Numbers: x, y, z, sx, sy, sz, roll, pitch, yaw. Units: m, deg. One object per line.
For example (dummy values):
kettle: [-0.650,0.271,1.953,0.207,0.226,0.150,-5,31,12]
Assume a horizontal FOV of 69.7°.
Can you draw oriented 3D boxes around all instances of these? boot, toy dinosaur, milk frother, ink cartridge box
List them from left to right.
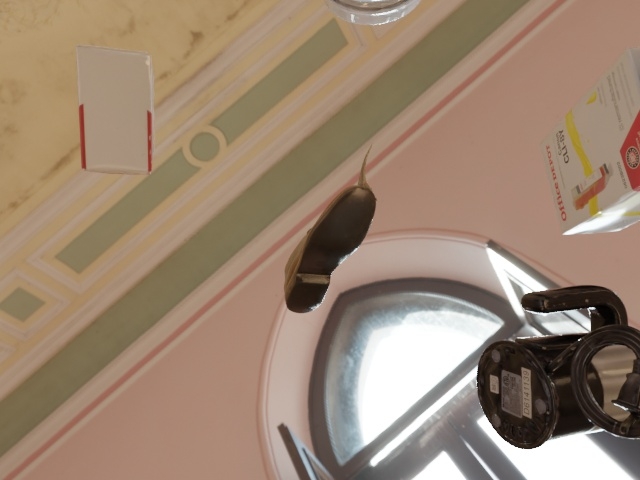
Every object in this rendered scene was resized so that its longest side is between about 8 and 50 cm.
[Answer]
ink cartridge box: [-0.185,-0.119,0.426,0.056,0.135,0.099,0,-76,-19]
boot: [0.000,0.000,0.915,0.112,0.115,0.305,15,-57,-27]
toy dinosaur: [0.090,-0.106,0.983,0.053,0.093,0.183,-3,-53,2]
milk frother: [0.225,0.110,0.357,0.134,0.143,0.129,-1,-73,-21]
ink cartridge box: [0.684,-0.199,1.045,0.160,0.279,0.385,-4,-17,-1]

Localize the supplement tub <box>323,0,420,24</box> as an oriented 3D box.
supplement tub: [0.084,-0.546,0.727,0.235,0.235,0.325,-31,-22,-8]
